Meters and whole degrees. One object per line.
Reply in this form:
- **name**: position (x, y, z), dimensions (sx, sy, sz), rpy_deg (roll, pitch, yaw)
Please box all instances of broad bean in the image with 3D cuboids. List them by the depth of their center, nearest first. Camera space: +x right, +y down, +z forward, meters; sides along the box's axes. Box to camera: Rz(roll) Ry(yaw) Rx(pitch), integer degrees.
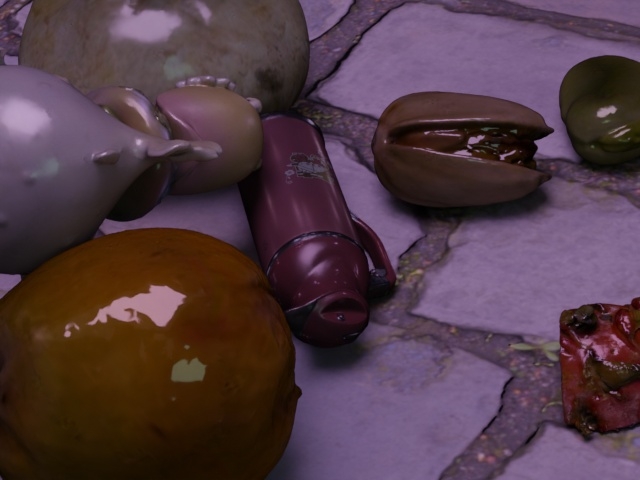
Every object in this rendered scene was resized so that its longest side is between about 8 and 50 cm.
- **broad bean**: position (0.330, -0.153, 1.841), dimensions (0.124, 0.082, 0.174), rpy_deg (-4, 40, 13)

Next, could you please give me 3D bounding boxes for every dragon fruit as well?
- **dragon fruit**: position (0.273, 0.101, 1.528), dimensions (0.102, 0.096, 0.147), rpy_deg (-4, 40, 4)

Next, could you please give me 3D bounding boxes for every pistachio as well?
- **pistachio**: position (0.154, -0.098, 1.798), dimensions (0.206, 0.131, 0.130), rpy_deg (4, 85, 11)

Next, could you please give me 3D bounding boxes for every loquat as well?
- **loquat**: position (-0.160, 0.128, 1.461), dimensions (0.283, 0.276, 0.276), rpy_deg (-7, 35, -21)

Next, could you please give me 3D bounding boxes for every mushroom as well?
- **mushroom**: position (-0.180, -0.224, 1.921), dimensions (0.352, 0.260, 0.352), rpy_deg (-1, 39, 1)

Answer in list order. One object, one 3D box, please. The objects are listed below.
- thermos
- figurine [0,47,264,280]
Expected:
- **thermos**: position (-0.008, 0.003, 1.728), dimensions (0.109, 0.136, 0.330), rpy_deg (-36, 36, 14)
- **figurine**: position (-0.177, -0.083, 1.591), dimensions (0.274, 0.227, 0.394), rpy_deg (2, 9, 40)
